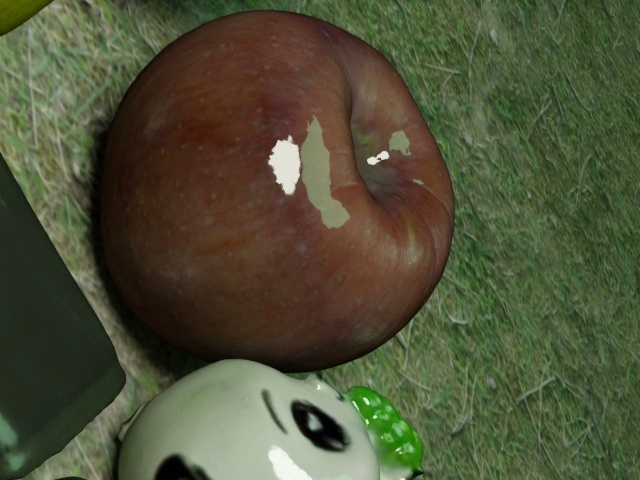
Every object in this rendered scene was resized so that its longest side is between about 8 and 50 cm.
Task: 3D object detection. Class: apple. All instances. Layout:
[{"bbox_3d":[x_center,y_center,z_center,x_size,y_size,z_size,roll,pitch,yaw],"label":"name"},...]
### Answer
[{"bbox_3d":[-0.040,-0.034,1.470,0.306,0.235,0.306,41,38,-43],"label":"apple"}]

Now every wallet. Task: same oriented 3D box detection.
[{"bbox_3d":[-0.227,0.027,1.274,0.245,0.052,0.168,63,26,-7],"label":"wallet"}]

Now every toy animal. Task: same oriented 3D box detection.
[{"bbox_3d":[-0.018,0.199,1.391,0.267,0.212,0.212,63,26,-28],"label":"toy animal"}]

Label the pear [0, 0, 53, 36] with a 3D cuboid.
[{"bbox_3d":[-0.238,-0.259,1.176,0.294,0.294,0.294,43,38,-46],"label":"pear"}]

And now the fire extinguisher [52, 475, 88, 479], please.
[{"bbox_3d":[-0.104,0.286,1.296,0.311,0.095,0.114,54,0,-31],"label":"fire extinguisher"}]
